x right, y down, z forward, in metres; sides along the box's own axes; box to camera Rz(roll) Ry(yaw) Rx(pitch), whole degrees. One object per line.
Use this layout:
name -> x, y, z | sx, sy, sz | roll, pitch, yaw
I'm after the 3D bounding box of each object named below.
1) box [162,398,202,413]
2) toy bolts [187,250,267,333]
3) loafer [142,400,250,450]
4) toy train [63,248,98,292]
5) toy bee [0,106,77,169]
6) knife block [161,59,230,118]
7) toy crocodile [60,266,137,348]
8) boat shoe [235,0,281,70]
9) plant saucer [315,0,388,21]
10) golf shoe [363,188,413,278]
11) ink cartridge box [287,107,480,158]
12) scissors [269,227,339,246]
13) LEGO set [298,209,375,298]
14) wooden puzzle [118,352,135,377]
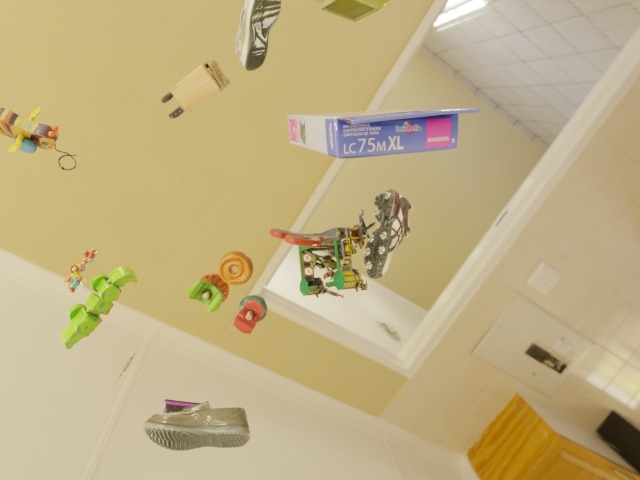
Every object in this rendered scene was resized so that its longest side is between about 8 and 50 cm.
box -> -0.387, 0.521, 1.229 | 0.116, 0.029, 0.162 | 19, -172, -27
toy bolts -> -0.245, 0.146, 1.305 | 0.228, 0.218, 0.158 | 40, -172, -5
loafer -> -0.290, 0.438, 1.022 | 0.251, 0.094, 0.087 | 4, -145, -3
toy train -> -0.869, 0.104, 1.547 | 0.046, 0.125, 0.166 | 40, -149, -37
toy bee -> -0.986, -0.381, 1.493 | 0.298, 0.162, 0.195 | 6, -109, -47
knife block -> -0.406, -0.459, 1.343 | 0.088, 0.242, 0.275 | 54, -173, -24
toy crocodile -> -0.803, 0.237, 1.545 | 0.115, 0.340, 0.105 | 27, 169, 39
boat shoe -> -0.215, -0.710, 1.386 | 0.118, 0.320, 0.103 | -31, -108, -33
plant saucer -> 0.092, -0.736, 1.326 | 0.188, 0.045, 0.188 | 4, -173, -31
golf shoe -> 0.210, -0.012, 1.259 | 0.120, 0.272, 0.105 | 21, 166, -27
ink cartridge box -> 0.075, -0.171, 0.667 | 0.186, 0.065, 0.311 | -8, -164, -16
scissors -> 0.000, 0.000, 1.010 | 0.109, 0.021, 0.297 | 16, -175, 36
LEGO set -> 0.072, 0.066, 1.428 | 0.192, 0.331, 0.255 | -1, -108, -32
wooden puzzle -> -0.608, 0.391, 1.348 | 0.006, 0.083, 0.049 | 36, 147, -18
